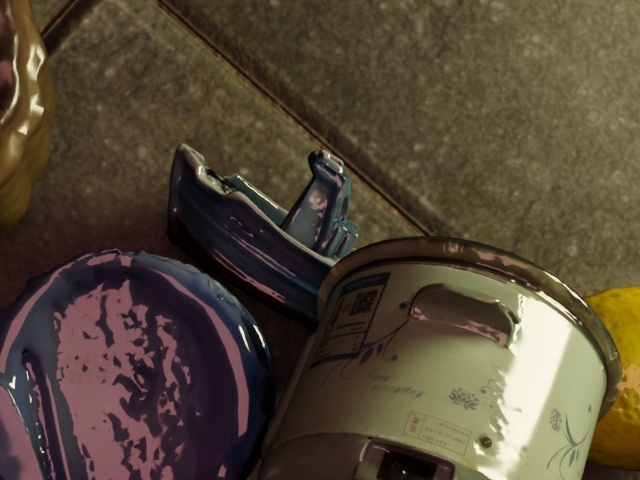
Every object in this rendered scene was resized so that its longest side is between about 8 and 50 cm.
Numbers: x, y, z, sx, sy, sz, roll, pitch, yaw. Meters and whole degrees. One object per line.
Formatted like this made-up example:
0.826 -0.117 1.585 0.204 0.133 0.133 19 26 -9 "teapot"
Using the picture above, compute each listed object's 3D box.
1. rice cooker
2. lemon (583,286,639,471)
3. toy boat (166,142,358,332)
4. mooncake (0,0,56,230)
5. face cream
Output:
0.097 0.144 1.236 0.264 0.316 0.317 13 86 14 "rice cooker"
0.293 0.125 1.389 0.207 0.170 0.170 -5 88 -10 "lemon"
0.000 0.000 1.380 0.309 0.129 0.142 30 101 -9 "toy boat"
-0.386 -0.131 1.303 0.323 0.187 0.324 2 76 -7 "mooncake"
-0.161 0.134 1.307 0.249 0.225 0.249 0 88 -2 "face cream"
